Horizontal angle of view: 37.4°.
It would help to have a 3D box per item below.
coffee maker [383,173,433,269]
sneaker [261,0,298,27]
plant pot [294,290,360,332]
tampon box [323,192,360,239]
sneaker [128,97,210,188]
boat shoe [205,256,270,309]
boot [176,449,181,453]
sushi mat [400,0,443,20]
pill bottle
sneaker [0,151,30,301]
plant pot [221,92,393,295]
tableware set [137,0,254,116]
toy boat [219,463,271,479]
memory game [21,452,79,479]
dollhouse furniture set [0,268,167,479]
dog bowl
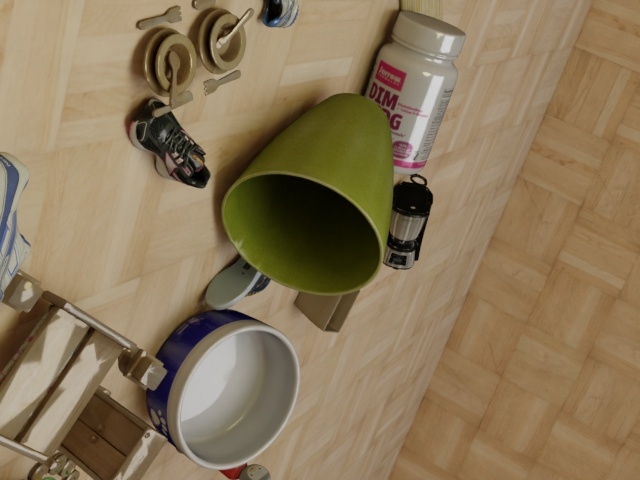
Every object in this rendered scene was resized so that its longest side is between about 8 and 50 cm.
[{"bbox_3d":[0.214,-0.042,2.309,0.171,0.120,0.178,-42,153,-44],"label":"coffee maker"},{"bbox_3d":[-0.052,-0.363,1.355,0.058,0.052,0.135,-31,144,-47],"label":"sneaker"},{"bbox_3d":[0.009,0.131,2.071,0.109,0.096,0.109,-64,160,3],"label":"plant pot"},{"bbox_3d":[0.022,-0.038,1.763,0.101,0.161,0.120,-55,148,-18],"label":"tampon box"},{"bbox_3d":[-0.192,-0.127,1.283,0.072,0.077,0.178,-59,159,-11],"label":"sneaker"},{"bbox_3d":[-0.137,0.079,1.697,0.183,0.065,0.083,-48,154,-36],"label":"boat shoe"},{"bbox_3d":[-0.208,0.295,1.793,0.213,0.077,0.165,-45,154,-26],"label":"boot"},{"bbox_3d":[0.199,-0.490,1.842,0.151,0.019,0.316,-54,158,-22],"label":"sushi mat"},{"bbox_3d":[0.169,-0.285,1.827,0.160,0.160,0.283,-26,139,-58],"label":"pill bottle"},{"bbox_3d":[-0.370,0.044,1.028,0.131,0.111,0.296,-32,145,-54],"label":"sneaker"},{"bbox_3d":[0.014,-0.106,1.599,0.275,0.274,0.294,94,15,-48],"label":"plant pot"},{"bbox_3d":[-0.153,-0.243,1.229,0.194,0.039,0.128,-38,132,-48],"label":"tableware set"},{"bbox_3d":[-0.241,0.588,1.984,0.318,0.148,0.267,-56,159,-16],"label":"toy boat"},{"bbox_3d":[-0.442,0.413,1.473,0.186,0.012,0.186,-50,157,-30],"label":"memory game"},{"bbox_3d":[-0.400,0.226,1.277,0.303,0.173,0.355,-57,135,-12],"label":"dollhouse furniture set"},{"bbox_3d":[-0.167,0.257,1.653,0.264,0.104,0.265,-17,116,-38],"label":"dog bowl"}]
